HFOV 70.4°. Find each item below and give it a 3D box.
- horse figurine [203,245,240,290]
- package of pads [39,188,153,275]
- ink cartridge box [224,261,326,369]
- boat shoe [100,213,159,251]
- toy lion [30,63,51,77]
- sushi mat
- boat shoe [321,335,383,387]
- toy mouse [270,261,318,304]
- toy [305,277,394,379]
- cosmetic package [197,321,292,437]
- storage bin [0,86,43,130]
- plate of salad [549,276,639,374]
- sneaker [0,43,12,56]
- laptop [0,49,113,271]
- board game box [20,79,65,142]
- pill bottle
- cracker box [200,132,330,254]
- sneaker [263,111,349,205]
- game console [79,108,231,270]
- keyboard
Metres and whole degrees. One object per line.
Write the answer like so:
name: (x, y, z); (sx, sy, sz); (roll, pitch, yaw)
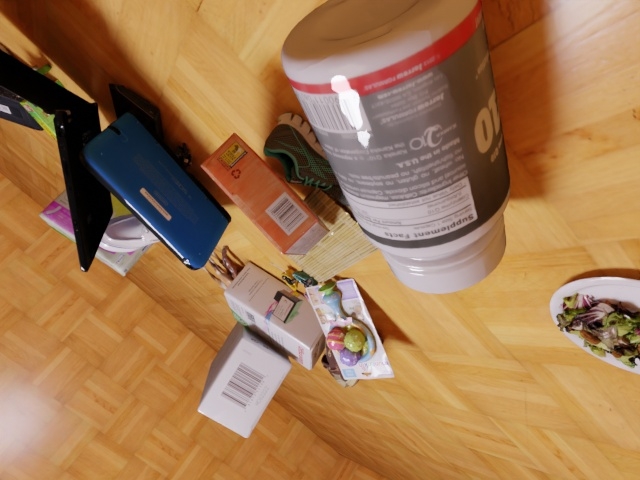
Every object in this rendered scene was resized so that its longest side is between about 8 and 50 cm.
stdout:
horse figurine: (-0.278, 0.103, 1.343); (0.174, 0.066, 0.263); (43, 157, 1)
package of pads: (-0.572, -0.073, 1.236); (0.296, 0.229, 0.101); (28, 156, 18)
ink cartridge box: (-0.109, 0.211, 1.244); (0.278, 0.117, 0.201); (30, 154, 15)
boat shoe: (-0.401, -0.040, 1.092); (0.084, 0.258, 0.095); (-37, 73, 54)
toy lion: (-0.644, -0.366, 1.016); (0.100, 0.096, 0.034); (-24, 125, 16)
sushi mat: (0.000, 0.000, 0.866); (0.151, 0.019, 0.316); (41, 154, -5)
boat shoe: (0.062, 0.293, 1.169); (0.123, 0.123, 0.342); (36, 158, 8)
toy mouse: (-0.026, 0.107, 1.063); (0.143, 0.031, 0.161); (13, 145, 42)
toy: (0.051, 0.205, 0.977); (0.137, 0.056, 0.237); (-16, 98, 38)
cosmetic package: (-0.233, 0.388, 1.406); (0.161, 0.230, 0.453); (33, 175, -8)
storage bin: (-0.756, -0.354, 1.095); (0.180, 0.084, 0.122); (19, 158, -15)
plate of salad: (0.379, 0.117, 0.545); (0.200, 0.048, 0.200); (29, 154, 16)
sneaker: (-0.814, -0.454, 1.074); (0.185, 0.084, 0.069); (45, 153, -16)
laptop: (-0.550, -0.186, 0.830); (0.382, 0.236, 0.408); (-133, 41, -65)
board game box: (-0.608, -0.280, 1.091); (0.043, 0.092, 0.181); (14, 146, 40)
pill bottle: (0.092, -0.087, 0.440); (0.161, 0.161, 0.283); (14, 146, 40)
cracker box: (-0.066, -0.055, 0.670); (0.156, 0.067, 0.232); (46, -179, 4)
sneaker: (-0.016, -0.100, 0.652); (0.166, 0.076, 0.065); (43, 155, -11)
game console: (-0.342, -0.092, 0.913); (0.173, 0.250, 0.293); (-23, 120, 30)
keyboard: (-0.354, -0.192, 0.988); (0.201, 0.033, 0.317); (38, 156, 1)
